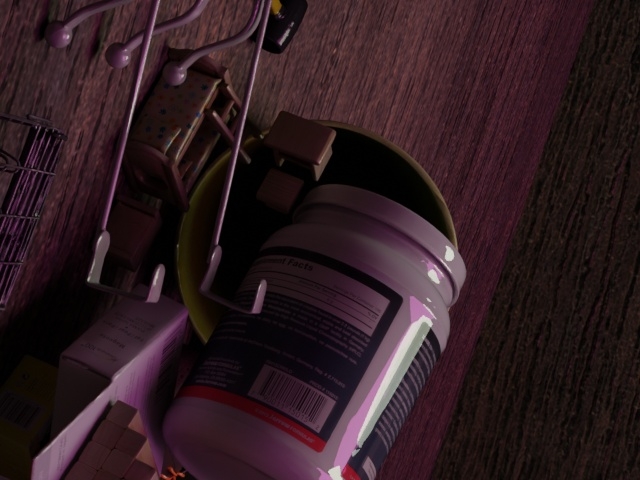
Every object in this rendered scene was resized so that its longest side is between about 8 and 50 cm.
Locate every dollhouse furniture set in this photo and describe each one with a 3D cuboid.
[{"bbox_3d":[-0.097,-0.054,1.728,0.101,0.161,0.182,79,35,-64],"label":"dollhouse furniture set"}]

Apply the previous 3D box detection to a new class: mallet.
[{"bbox_3d":[-0.048,-0.255,1.869,0.062,0.039,0.189,-60,159,-25],"label":"mallet"}]

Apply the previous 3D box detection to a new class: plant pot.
[{"bbox_3d":[0.000,0.000,2.020,0.293,0.275,0.274,-77,-173,-82],"label":"plant pot"}]

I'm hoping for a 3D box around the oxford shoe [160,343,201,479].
[{"bbox_3d":[-0.186,0.227,1.934,0.271,0.098,0.097,-68,165,-1],"label":"oxford shoe"}]

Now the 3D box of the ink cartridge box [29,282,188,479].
[{"bbox_3d":[-0.211,0.208,1.673,0.239,0.060,0.275,-44,153,-49],"label":"ink cartridge box"}]

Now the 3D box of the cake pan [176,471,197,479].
[{"bbox_3d":[-0.087,0.278,2.104,0.054,0.293,0.293,-30,167,8],"label":"cake pan"}]

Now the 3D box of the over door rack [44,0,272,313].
[{"bbox_3d":[-0.127,-0.106,1.575,0.239,0.108,0.324,9,83,-69],"label":"over door rack"}]

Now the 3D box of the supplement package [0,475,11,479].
[{"bbox_3d":[-0.325,0.308,1.474,0.262,0.145,0.204,94,22,-47],"label":"supplement package"}]

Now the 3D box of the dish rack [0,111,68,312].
[{"bbox_3d":[-0.271,-0.013,1.364,0.208,0.074,0.271,-67,167,3],"label":"dish rack"}]

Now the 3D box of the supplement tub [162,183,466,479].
[{"bbox_3d":[-0.002,0.106,1.747,0.272,0.191,0.191,-60,163,-22],"label":"supplement tub"}]

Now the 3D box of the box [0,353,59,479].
[{"bbox_3d":[-0.253,0.206,1.754,0.087,0.058,0.232,-57,163,-32],"label":"box"}]

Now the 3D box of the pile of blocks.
[{"bbox_3d":[-0.156,0.302,1.676,0.149,0.113,0.362,-47,156,-47],"label":"pile of blocks"}]
